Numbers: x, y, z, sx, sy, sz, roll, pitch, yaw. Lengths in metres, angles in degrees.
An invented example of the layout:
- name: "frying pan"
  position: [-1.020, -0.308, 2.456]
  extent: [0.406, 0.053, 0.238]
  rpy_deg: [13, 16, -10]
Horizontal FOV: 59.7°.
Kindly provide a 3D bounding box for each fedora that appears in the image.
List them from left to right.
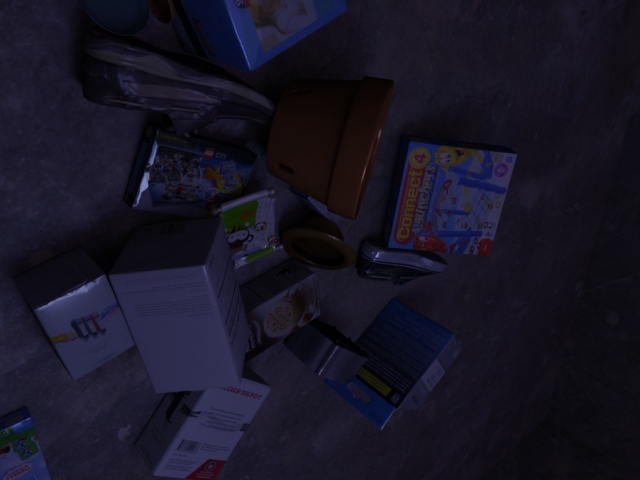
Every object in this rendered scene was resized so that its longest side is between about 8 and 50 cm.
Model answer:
- name: "fedora"
  position: [0.000, 0.000, 1.353]
  extent: [0.194, 0.194, 0.079]
  rpy_deg: [50, 46, -46]

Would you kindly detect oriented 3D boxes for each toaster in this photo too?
- name: "toaster"
  position: [0.013, 0.289, 1.503]
  extent: [0.186, 0.168, 0.110]
  rpy_deg: [33, 88, -49]

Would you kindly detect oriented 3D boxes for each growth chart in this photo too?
- name: "growth chart"
  position: [-0.162, -0.020, 1.220]
  extent: [0.172, 0.021, 0.237]
  rpy_deg: [-28, 148, -20]

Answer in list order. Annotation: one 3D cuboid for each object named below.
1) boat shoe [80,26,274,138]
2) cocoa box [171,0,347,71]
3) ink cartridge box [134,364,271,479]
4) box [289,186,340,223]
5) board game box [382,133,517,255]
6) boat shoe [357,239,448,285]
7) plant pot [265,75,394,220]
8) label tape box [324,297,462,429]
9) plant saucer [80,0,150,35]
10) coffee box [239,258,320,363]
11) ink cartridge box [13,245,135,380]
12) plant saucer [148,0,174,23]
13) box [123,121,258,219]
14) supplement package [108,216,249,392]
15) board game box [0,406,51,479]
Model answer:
- name: "boat shoe"
  position: [-0.249, -0.259, 0.991]
  extent: [0.355, 0.132, 0.130]
  rpy_deg: [10, 115, -38]
- name: "cocoa box"
  position: [-0.144, -0.485, 0.870]
  extent: [0.231, 0.228, 0.347]
  rpy_deg: [-40, 134, -21]
- name: "ink cartridge box"
  position: [-0.276, 0.419, 1.336]
  extent: [0.197, 0.114, 0.273]
  rpy_deg: [35, 87, -47]
- name: "box"
  position: [0.016, -0.126, 1.343]
  extent: [0.126, 0.072, 0.137]
  rpy_deg: [-54, 139, -7]
- name: "board game box"
  position: [0.349, -0.121, 1.546]
  extent: [0.302, 0.086, 0.308]
  rpy_deg: [4, 113, -9]
- name: "boat shoe"
  position: [0.234, 0.072, 1.652]
  extent: [0.335, 0.121, 0.119]
  rpy_deg: [10, 113, -35]
- name: "plant pot"
  position: [0.015, -0.208, 1.145]
  extent: [0.291, 0.204, 0.290]
  rpy_deg: [17, 90, -85]
- name: "label tape box"
  position: [0.220, 0.378, 1.691]
  extent: [0.347, 0.249, 0.115]
  rpy_deg: [-49, 137, -12]
- name: "plant saucer"
  position: [-0.328, -0.377, 0.879]
  extent: [0.119, 0.021, 0.119]
  rpy_deg: [12, 74, -45]
- name: "coffee box"
  position: [-0.128, 0.169, 1.349]
  extent: [0.246, 0.098, 0.141]
  rpy_deg: [-30, 129, -29]
- name: "ink cartridge box"
  position: [-0.439, 0.128, 1.004]
  extent: [0.127, 0.128, 0.176]
  rpy_deg: [-30, 130, -29]
- name: "plant saucer"
  position: [-0.265, -0.396, 0.911]
  extent: [0.013, 0.083, 0.083]
  rpy_deg: [-40, 135, -24]
- name: "box"
  position: [-0.250, -0.126, 1.099]
  extent: [0.233, 0.044, 0.159]
  rpy_deg: [8, 110, -46]
- name: "supplement package"
  position: [-0.258, 0.128, 1.088]
  extent: [0.178, 0.175, 0.293]
  rpy_deg: [-6, 121, 4]
- name: "board game box"
  position: [-0.620, 0.443, 1.073]
  extent: [0.160, 0.039, 0.211]
  rpy_deg: [-22, 127, -35]
